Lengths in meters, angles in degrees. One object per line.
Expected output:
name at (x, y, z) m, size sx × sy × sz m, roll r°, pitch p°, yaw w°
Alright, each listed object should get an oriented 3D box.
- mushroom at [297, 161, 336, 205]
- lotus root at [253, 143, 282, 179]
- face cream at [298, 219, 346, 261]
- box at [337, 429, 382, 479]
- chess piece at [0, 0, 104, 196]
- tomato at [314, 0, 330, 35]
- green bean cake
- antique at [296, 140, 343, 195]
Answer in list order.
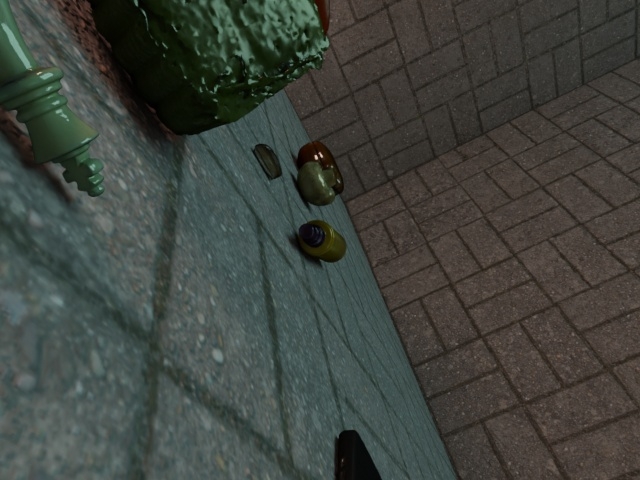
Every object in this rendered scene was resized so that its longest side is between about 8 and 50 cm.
mushroom at (-0.011, -0.170, 1.403) m, size 0.148 × 0.112 × 0.148 m, roll 157°, pitch -90°, yaw -89°
lotus root at (-0.110, -0.171, 0.984) m, size 0.083 × 0.037 × 0.030 m, roll 60°, pitch 4°, yaw -29°
face cream at (0.000, 0.000, 1.019) m, size 0.078 × 0.078 × 0.273 m, roll 66°, pitch 8°, yaw 12°
box at (0.054, 0.311, 0.553) m, size 0.125 × 0.026 × 0.126 m, roll -68°, pitch 133°, yaw -77°
chess piece at (-0.164, -0.090, 0.257) m, size 0.059 × 0.059 × 0.149 m, roll -102°, pitch 169°, yaw -62°
tomato at (-0.136, -0.413, 0.816) m, size 0.299 × 0.298 × 0.226 m, roll 61°, pitch 41°, yaw -26°
green bean cake at (-0.112, -0.237, 0.487) m, size 0.113 × 0.214 × 0.200 m, roll 9°, pitch -44°, yaw 52°
antique at (-0.001, -0.258, 1.702) m, size 0.224 × 0.129 × 0.278 m, roll 60°, pitch 8°, yaw -33°
